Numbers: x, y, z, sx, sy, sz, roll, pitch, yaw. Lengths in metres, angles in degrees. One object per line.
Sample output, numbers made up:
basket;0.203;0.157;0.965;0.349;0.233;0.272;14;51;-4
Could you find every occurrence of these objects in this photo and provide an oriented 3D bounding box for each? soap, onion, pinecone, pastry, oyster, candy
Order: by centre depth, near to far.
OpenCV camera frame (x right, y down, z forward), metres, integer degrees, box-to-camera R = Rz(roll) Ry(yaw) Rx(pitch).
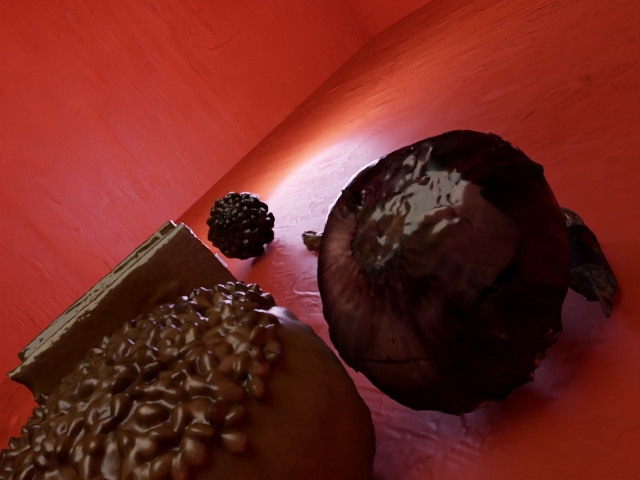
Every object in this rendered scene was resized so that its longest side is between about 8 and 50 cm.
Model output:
onion;0.119;0.026;0.588;0.252;0.219;0.252;-16;68;46
pastry;-0.142;0.207;0.594;0.409;0.245;0.409;-36;15;11
candy;0.242;0.017;0.598;0.043;0.045;0.175;-47;12;27
soap;-0.214;0.154;0.858;0.281;0.259;0.143;-46;14;-15
oyster;0.000;0.000;1.219;0.080;0.038;0.083;-2;5;26
pinecone;-0.177;-0.033;1.463;0.173;0.174;0.174;-36;17;13

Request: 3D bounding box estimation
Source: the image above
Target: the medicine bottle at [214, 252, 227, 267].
medicine bottle;-0.335;0.129;1.547;0.201;0.052;0.171;-31;19;27
